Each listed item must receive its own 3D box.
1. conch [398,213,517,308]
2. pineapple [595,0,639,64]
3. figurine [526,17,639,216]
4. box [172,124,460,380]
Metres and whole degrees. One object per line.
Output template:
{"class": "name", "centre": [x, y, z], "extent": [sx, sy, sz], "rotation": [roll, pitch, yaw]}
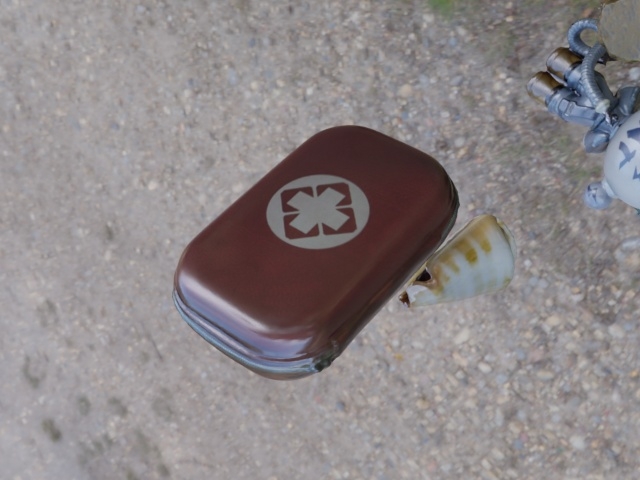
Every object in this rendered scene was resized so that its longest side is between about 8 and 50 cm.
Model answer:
{"class": "conch", "centre": [0.245, 0.053, 1.355], "extent": [0.127, 0.255, 0.158], "rotation": [49, 154, 4]}
{"class": "pineapple", "centre": [0.516, -0.356, 1.290], "extent": [0.128, 0.248, 0.128], "rotation": [13, 117, 27]}
{"class": "figurine", "centre": [0.522, -0.175, 1.378], "extent": [0.382, 0.186, 0.261], "rotation": [51, 122, 37]}
{"class": "box", "centre": [0.000, 0.000, 1.067], "extent": [0.263, 0.404, 0.108], "rotation": [28, 146, 27]}
